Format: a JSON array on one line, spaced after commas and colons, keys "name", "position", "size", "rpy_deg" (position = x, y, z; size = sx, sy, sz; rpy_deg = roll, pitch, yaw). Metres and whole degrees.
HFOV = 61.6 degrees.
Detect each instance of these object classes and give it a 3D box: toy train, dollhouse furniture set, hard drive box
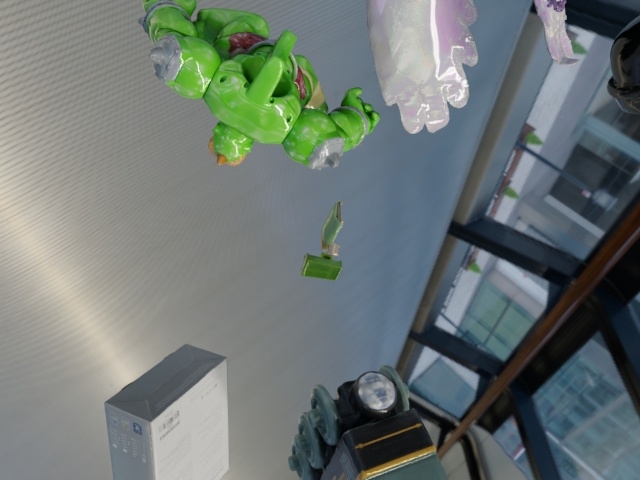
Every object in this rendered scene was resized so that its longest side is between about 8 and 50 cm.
[{"name": "toy train", "position": [0.052, 0.307, 0.718], "size": [0.143, 0.190, 0.333], "rpy_deg": [-9, 143, -21]}, {"name": "dollhouse furniture set", "position": [0.000, 0.000, 0.887], "size": [0.059, 0.151, 0.076], "rpy_deg": [12, 132, -12]}, {"name": "hard drive box", "position": [-0.229, 0.312, 0.842], "size": [0.181, 0.089, 0.231], "rpy_deg": [-34, 131, -58]}]

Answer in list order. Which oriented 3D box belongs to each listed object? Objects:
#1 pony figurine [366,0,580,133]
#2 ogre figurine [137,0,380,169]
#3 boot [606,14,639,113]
[{"name": "pony figurine", "position": [0.182, -0.327, 0.544], "size": [0.303, 0.350, 0.364], "rpy_deg": [-29, -169, -23]}, {"name": "ogre figurine", "position": [-0.046, -0.115, 0.391], "size": [0.097, 0.118, 0.197], "rpy_deg": [-33, 116, 24]}, {"name": "boot", "position": [0.297, -0.268, 0.361], "size": [0.131, 0.260, 0.348], "rpy_deg": [-44, -175, -32]}]
